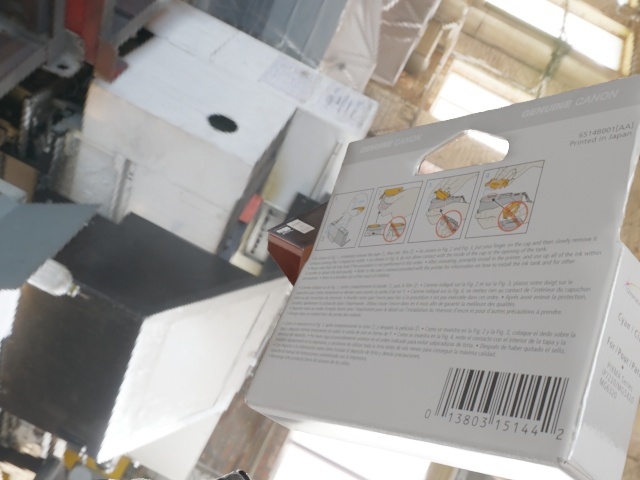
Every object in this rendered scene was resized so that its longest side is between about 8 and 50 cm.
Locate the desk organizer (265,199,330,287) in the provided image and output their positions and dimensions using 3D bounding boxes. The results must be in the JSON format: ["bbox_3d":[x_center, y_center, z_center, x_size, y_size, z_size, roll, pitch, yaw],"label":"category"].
[{"bbox_3d":[0.000,0.000,0.753,0.130,0.047,0.050,-28,136,-48],"label":"desk organizer"}]

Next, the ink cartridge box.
[{"bbox_3d":[0.095,0.027,0.538,0.296,0.066,0.261,-5,-125,50],"label":"ink cartridge box"}]

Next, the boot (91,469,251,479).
[{"bbox_3d":[-0.148,0.383,0.822,0.338,0.223,0.118,-117,-147,-57],"label":"boot"}]
